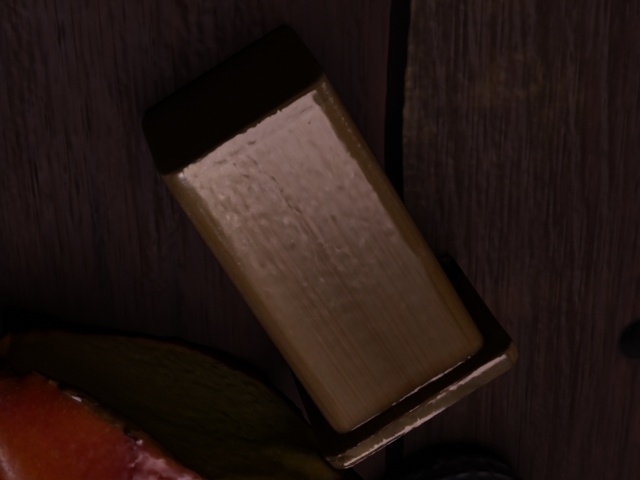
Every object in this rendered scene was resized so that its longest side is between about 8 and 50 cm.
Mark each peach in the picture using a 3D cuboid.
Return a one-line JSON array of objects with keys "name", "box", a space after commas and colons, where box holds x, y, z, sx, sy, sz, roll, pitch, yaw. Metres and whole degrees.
[{"name": "peach", "box": [-0.156, 0.212, 1.204, 0.361, 0.258, 0.201, 20, 106, -28]}]

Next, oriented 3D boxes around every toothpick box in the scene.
[{"name": "toothpick box", "box": [0.000, 0.000, 1.188, 0.187, 0.190, 0.308, -31, 118, 3]}]

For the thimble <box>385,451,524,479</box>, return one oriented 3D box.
[{"name": "thimble", "box": [0.130, 0.336, 1.421, 0.205, 0.172, 0.236, 19, 110, -22]}]
